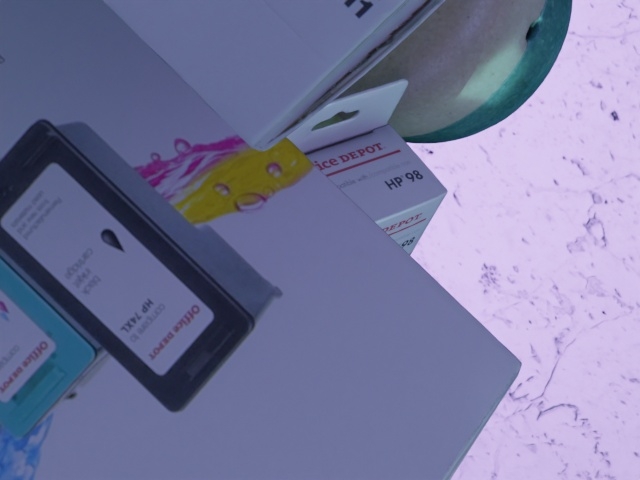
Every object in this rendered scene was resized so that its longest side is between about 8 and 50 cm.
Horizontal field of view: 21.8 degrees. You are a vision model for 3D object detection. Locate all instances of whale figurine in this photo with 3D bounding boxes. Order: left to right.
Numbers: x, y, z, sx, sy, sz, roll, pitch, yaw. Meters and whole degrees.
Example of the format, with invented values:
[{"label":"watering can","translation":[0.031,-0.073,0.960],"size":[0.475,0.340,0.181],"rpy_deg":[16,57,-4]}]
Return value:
[{"label":"whale figurine","translation":[0.036,-0.160,1.037],"size":[0.272,0.141,0.216],"rpy_deg":[24,-87,39]}]

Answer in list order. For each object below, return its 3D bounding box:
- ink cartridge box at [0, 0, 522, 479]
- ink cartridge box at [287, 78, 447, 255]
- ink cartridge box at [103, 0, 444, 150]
[{"label":"ink cartridge box","translation":[-0.116,0.045,0.586],"size":[0.197,0.270,0.198],"rpy_deg":[-50,-172,-31]},{"label":"ink cartridge box","translation":[0.000,0.000,0.942],"size":[0.104,0.060,0.180],"rpy_deg":[-21,152,-37]},{"label":"ink cartridge box","translation":[-0.006,-0.143,0.490],"size":[0.087,0.153,0.208],"rpy_deg":[-40,-172,38]}]
